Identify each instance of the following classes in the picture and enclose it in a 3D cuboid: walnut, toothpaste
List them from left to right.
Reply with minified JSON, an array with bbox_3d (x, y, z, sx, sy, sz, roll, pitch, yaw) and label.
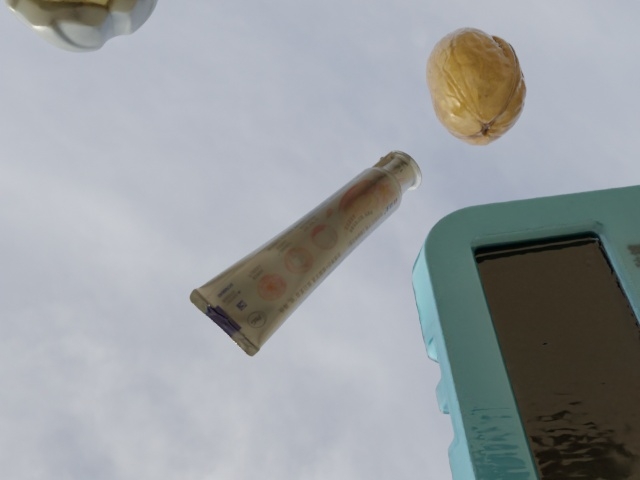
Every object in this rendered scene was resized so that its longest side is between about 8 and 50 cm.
[{"bbox_3d":[0.000,0.000,0.783,0.100,0.066,0.323,40,-121,17],"label":"toothpaste"},{"bbox_3d":[0.220,-0.227,0.967,0.144,0.144,0.180,15,-130,-12],"label":"walnut"}]

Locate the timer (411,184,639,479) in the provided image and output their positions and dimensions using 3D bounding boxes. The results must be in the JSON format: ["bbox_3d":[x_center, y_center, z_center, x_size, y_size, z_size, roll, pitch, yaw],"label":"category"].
[{"bbox_3d":[0.185,0.065,0.342,0.249,0.091,0.232,-1,-131,-7],"label":"timer"}]

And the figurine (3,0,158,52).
[{"bbox_3d":[-0.251,-0.289,0.640,0.176,0.236,0.133,-32,-121,-16],"label":"figurine"}]
